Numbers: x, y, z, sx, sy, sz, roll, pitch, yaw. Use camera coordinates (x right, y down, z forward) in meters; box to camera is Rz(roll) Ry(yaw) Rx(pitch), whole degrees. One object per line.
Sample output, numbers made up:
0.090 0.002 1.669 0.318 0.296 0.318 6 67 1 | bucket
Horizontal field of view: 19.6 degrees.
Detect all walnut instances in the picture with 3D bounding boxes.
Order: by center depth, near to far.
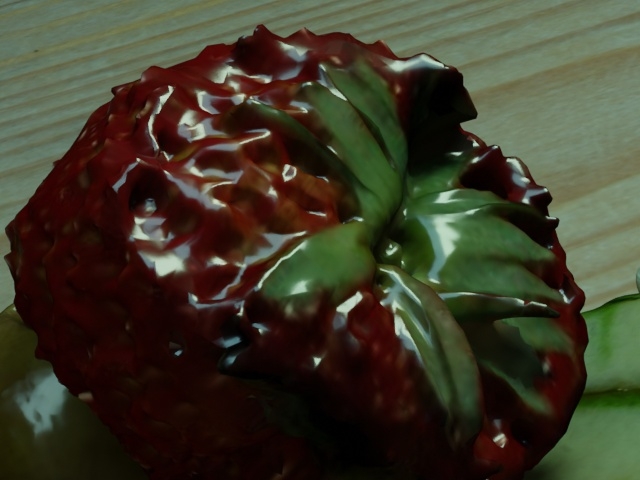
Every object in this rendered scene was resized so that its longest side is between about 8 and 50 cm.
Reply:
-0.124 0.125 1.061 0.203 0.203 0.298 -11 2 3 | walnut

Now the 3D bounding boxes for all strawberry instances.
-0.022 0.030 0.892 0.257 0.261 0.261 -35 6 44 | strawberry

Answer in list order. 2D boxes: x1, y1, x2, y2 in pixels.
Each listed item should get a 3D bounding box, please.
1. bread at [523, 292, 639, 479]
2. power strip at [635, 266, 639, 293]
0.154 0.168 0.882 0.366 0.129 0.382 -9 27 34 | bread
0.317 0.056 1.117 0.098 0.058 0.338 -44 33 -8 | power strip
